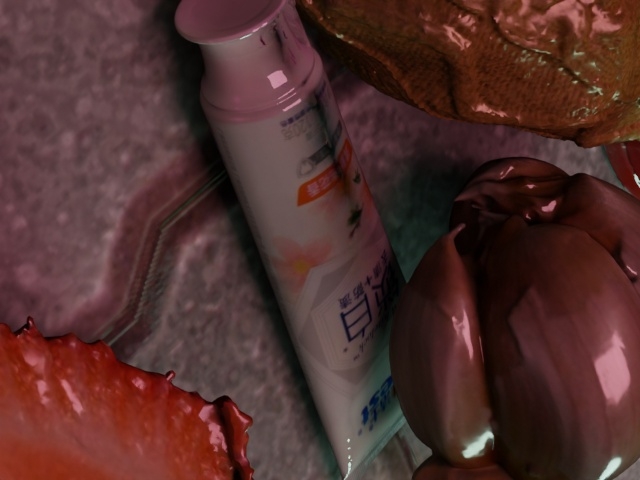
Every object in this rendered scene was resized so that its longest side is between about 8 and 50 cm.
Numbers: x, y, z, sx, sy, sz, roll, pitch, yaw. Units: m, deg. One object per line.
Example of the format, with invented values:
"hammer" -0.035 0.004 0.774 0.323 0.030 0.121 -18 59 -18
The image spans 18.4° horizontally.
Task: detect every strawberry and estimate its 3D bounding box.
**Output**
"strawberry" -0.133 0.137 0.943 0.286 0.106 0.188 38 52 -30

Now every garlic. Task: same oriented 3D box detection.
"garlic" 0.144 0.046 1.113 0.214 0.160 0.191 -31 132 -47

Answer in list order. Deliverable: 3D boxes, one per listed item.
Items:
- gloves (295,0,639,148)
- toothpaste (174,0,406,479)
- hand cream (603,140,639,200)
"gloves" 0.105 -0.157 1.047 0.356 0.155 0.203 17 86 -42
"toothpaste" 0.000 0.000 1.059 0.100 0.066 0.323 -49 138 -29
"hand cream" 0.298 -0.108 1.255 0.230 0.149 0.230 -18 116 -40
